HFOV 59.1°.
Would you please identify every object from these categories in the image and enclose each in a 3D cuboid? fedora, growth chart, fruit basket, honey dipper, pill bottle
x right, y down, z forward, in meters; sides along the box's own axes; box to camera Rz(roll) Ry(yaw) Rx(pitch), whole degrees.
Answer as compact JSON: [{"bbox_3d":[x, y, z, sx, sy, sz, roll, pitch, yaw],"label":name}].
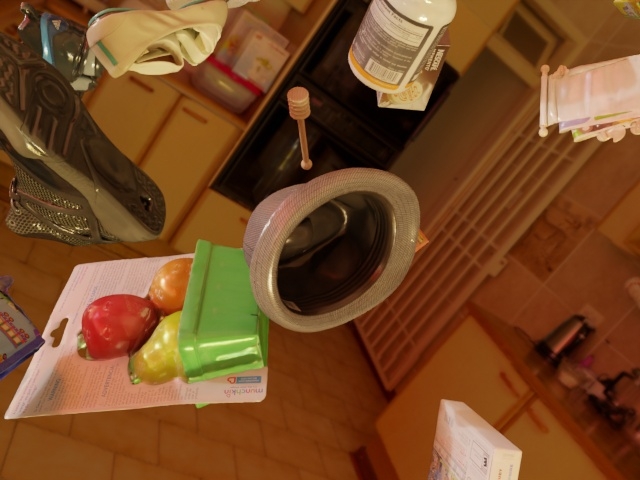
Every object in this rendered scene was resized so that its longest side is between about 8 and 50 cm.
[{"bbox_3d":[0.000,0.000,0.807,0.276,0.243,0.124,-20,35,-31],"label":"fedora"},{"bbox_3d":[0.496,-0.247,0.983,0.237,0.171,0.021,3,-16,37],"label":"growth chart"},{"bbox_3d":[-0.253,0.136,0.882,0.327,0.353,0.165,-95,175,-53],"label":"fruit basket"},{"bbox_3d":[-0.026,-0.159,0.844,0.030,0.030,0.160,44,-20,27],"label":"honey dipper"},{"bbox_3d":[0.176,-0.449,1.149,0.162,0.278,0.162,11,55,-16],"label":"pill bottle"}]

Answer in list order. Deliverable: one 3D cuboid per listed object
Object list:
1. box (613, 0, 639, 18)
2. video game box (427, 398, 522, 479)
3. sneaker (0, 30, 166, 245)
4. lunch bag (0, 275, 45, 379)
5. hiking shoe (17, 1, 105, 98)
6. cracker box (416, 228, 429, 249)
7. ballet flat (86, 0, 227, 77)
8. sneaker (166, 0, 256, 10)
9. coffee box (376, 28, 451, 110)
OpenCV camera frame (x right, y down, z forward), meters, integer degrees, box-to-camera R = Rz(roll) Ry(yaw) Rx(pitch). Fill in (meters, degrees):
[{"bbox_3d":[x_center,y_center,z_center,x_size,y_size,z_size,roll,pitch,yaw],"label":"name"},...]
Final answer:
[{"bbox_3d":[0.563,-0.418,0.933,0.043,0.105,0.179,47,26,-6],"label":"box"},{"bbox_3d":[0.215,0.356,0.826,0.048,0.187,0.205,11,1,-8],"label":"video game box"},{"bbox_3d":[-0.247,-0.068,0.488,0.227,0.130,0.087,59,24,-51],"label":"sneaker"},{"bbox_3d":[-0.487,0.102,0.688,0.221,0.138,0.293,49,23,-7],"label":"lunch bag"},{"bbox_3d":[-0.449,-0.258,0.913,0.132,0.304,0.113,21,51,-32],"label":"hiking shoe"},{"bbox_3d":[0.101,0.058,1.202,0.156,0.232,0.067,-27,78,-43],"label":"cracker box"},{"bbox_3d":[-0.194,-0.264,0.748,0.086,0.086,0.248,40,40,10],"label":"ballet flat"},{"bbox_3d":[-0.249,-0.631,1.332,0.101,0.269,0.153,139,-70,-73],"label":"sneaker"},{"bbox_3d":[0.247,-0.478,1.542,0.141,0.246,0.098,3,61,-7],"label":"coffee box"}]
